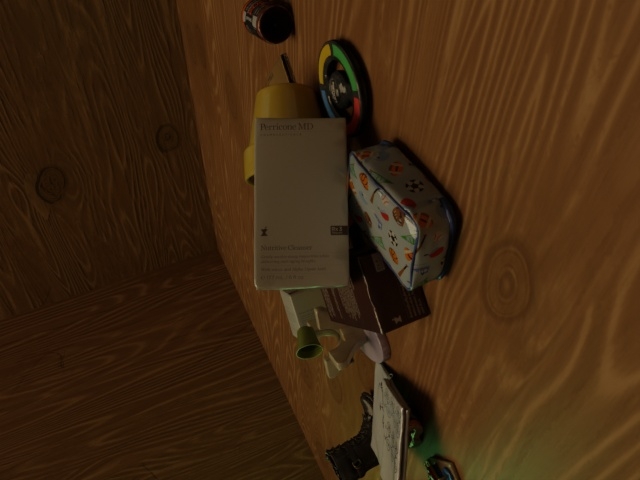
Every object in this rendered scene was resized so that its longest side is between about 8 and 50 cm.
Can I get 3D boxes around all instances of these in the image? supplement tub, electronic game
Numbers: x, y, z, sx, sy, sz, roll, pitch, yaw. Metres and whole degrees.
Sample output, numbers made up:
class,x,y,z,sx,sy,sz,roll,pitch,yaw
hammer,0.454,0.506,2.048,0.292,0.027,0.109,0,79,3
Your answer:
class,x,y,z,sx,sy,sz,roll,pitch,yaw
supplement tub,-0.158,-0.618,1.637,0.198,0.106,0.106,-133,29,-52
electronic game,0.048,-0.355,1.381,0.229,0.048,0.229,161,90,-72

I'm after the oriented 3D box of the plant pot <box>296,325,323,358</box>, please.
class,x,y,z,sx,sy,sz,roll,pitch,yaw
plant pot,-0.039,0.305,1.778,0.083,0.083,0.079,92,168,-49

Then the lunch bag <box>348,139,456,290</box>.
class,x,y,z,sx,sy,sz,roll,pitch,yaw
lunch bag,0.160,-0.055,1.252,0.243,0.115,0.303,86,158,-49

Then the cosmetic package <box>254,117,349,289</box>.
class,x,y,z,sx,sy,sz,roll,pitch,yaw
cosmetic package,-0.044,-0.080,1.350,0.156,0.217,0.384,108,160,-85

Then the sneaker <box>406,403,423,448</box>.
class,x,y,z,sx,sy,sz,roll,pitch,yaw
sneaker,0.246,0.544,1.691,0.214,0.084,0.083,99,161,-50

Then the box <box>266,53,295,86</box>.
class,x,y,z,sx,sy,sz,roll,pitch,yaw
box,-0.113,-0.460,1.805,0.201,0.021,0.164,166,85,-72

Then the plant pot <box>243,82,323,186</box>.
class,x,y,z,sx,sy,sz,roll,pitch,yaw
plant pot,-0.086,-0.280,1.578,0.254,0.254,0.238,150,116,-72

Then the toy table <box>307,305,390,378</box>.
class,x,y,z,sx,sy,sz,roll,pitch,yaw
toy table,0.076,0.292,1.791,0.274,0.161,0.252,-154,47,-68

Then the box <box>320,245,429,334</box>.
class,x,y,z,sx,sy,sz,roll,pitch,yaw
box,0.116,0.117,1.527,0.381,0.143,0.191,173,80,-74

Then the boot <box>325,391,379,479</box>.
class,x,y,z,sx,sy,sz,roll,pitch,yaw
boot,0.119,0.655,1.922,0.091,0.229,0.262,119,130,-67

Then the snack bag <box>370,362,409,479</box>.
class,x,y,z,sx,sy,sz,roll,pitch,yaw
snack bag,0.189,0.542,1.685,0.342,0.037,0.323,-120,30,-74

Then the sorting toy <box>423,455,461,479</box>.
class,x,y,z,sx,sy,sz,roll,pitch,yaw
sorting toy,0.333,0.662,1.584,0.274,0.046,0.132,136,114,-72

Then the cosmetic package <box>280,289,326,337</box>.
class,x,y,z,sx,sy,sz,roll,pitch,yaw
cosmetic package,-0.037,0.246,2.098,0.151,0.151,0.183,-171,64,-71

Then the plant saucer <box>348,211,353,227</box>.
class,x,y,z,sx,sy,sz,roll,pitch,yaw
plant saucer,0.000,0.000,1.651,0.048,0.258,0.259,38,167,-11
